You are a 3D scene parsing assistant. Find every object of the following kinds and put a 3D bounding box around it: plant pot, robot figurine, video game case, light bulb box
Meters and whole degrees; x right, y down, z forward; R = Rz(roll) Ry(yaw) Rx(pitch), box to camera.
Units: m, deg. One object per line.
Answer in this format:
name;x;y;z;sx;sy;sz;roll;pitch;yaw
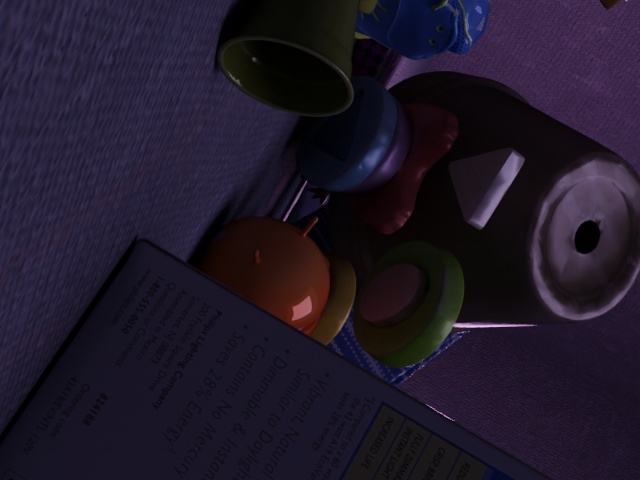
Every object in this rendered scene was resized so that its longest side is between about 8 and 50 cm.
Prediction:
plant pot;0.215;-0.024;1.455;0.280;0.323;0.323;20;-103;55
robot figurine;-0.067;0.065;1.176;0.128;0.158;0.219;-95;-156;-43
plant pot;-0.009;-0.129;0.741;0.083;0.083;0.079;114;-5;-69
video game case;0.070;-0.222;1.524;0.232;0.042;0.210;-62;176;38
light bulb box;-0.063;0.260;0.829;0.358;0.361;0.225;-58;177;-22

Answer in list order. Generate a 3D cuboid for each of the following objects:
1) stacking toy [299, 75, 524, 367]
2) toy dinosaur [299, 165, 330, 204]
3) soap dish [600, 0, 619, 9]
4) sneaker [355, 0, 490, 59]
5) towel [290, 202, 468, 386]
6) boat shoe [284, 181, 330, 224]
stacking toy;0.036;-0.025;1.288;0.279;0.130;0.309;17;-100;55
toy dinosaur;0.029;-0.108;1.599;0.211;0.064;0.112;-9;-144;53
soap dish;0.294;-0.394;1.216;0.229;0.118;0.291;-44;-141;24
sneaker;0.069;-0.197;0.816;0.091;0.126;0.240;-59;178;-20
towel;0.068;0.058;1.599;0.336;0.243;0.040;-30;178;-40
boat shoe;0.000;0.000;1.801;0.335;0.121;0.119;-62;173;18
